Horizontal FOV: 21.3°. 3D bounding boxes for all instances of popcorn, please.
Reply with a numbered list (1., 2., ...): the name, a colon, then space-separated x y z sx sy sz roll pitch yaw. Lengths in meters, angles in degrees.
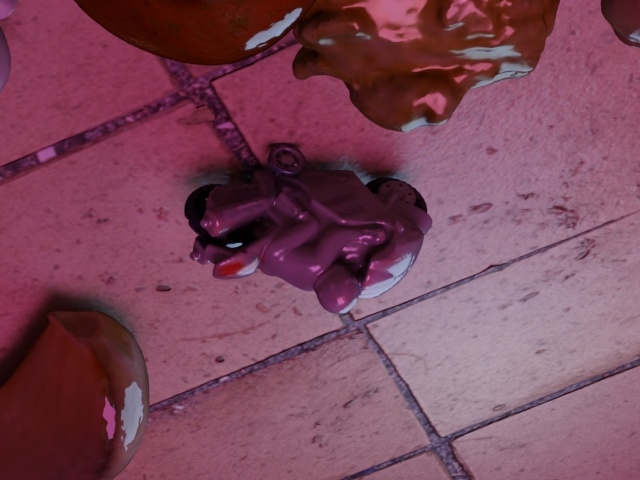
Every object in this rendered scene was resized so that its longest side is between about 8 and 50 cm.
1. popcorn: 0.088 -0.220 1.439 0.256 0.195 0.255 9 127 -31

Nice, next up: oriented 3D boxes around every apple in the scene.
1. apple: -0.101 -0.243 1.292 0.207 0.237 0.237 25 128 -26

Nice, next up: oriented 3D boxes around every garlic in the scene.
1. garlic: -0.319 0.194 1.881 0.338 0.151 0.196 -32 114 31

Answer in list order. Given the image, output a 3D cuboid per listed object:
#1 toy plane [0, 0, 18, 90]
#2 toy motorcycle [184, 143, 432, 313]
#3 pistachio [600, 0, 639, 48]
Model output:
1. toy plane: -0.350 -0.173 1.377 0.245 0.117 0.244 -11 142 -9
2. toy motorcycle: 0.000 0.000 1.695 0.260 0.171 0.110 -3 140 -22
3. pistachio: 0.327 -0.261 1.514 0.129 0.131 0.206 -23 152 -40
